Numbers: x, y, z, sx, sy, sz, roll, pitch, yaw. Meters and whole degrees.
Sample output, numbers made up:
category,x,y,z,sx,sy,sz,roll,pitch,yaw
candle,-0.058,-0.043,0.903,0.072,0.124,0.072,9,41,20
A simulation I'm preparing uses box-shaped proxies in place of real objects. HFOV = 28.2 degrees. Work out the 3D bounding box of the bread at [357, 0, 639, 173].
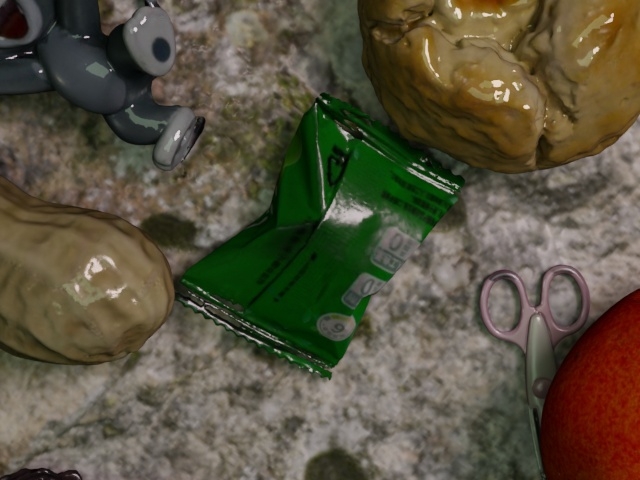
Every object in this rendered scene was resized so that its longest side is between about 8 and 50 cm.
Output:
category,x,y,z,sx,sy,sz,roll,pitch,yaw
bread,0.141,-0.162,0.900,0.244,0.134,0.244,1,98,7

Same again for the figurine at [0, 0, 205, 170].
category,x,y,z,sx,sy,sz,roll,pitch,yaw
figurine,-0.184,-0.174,0.922,0.265,0.140,0.193,31,122,-13

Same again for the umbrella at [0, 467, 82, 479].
category,x,y,z,sx,sy,sz,roll,pitch,yaw
umbrella,-0.256,0.228,1.004,0.326,0.090,0.094,-6,94,5

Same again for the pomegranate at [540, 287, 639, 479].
category,x,y,z,sx,sy,sz,roll,pitch,yaw
pomegranate,0.270,0.152,0.897,0.221,0.221,0.256,-6,114,5

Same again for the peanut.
category,x,y,z,sx,sy,sz,roll,pitch,yaw
peanut,-0.254,0.012,0.961,0.298,0.120,0.136,21,119,4

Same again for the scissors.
category,x,y,z,sx,sy,sz,roll,pitch,yaw
scissors,0.171,0.108,0.990,0.085,0.022,0.176,-5,94,3

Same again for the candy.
category,x,y,z,sx,sy,sz,roll,pitch,yaw
candy,-0.002,0.000,0.962,0.141,0.078,0.203,34,104,-1
